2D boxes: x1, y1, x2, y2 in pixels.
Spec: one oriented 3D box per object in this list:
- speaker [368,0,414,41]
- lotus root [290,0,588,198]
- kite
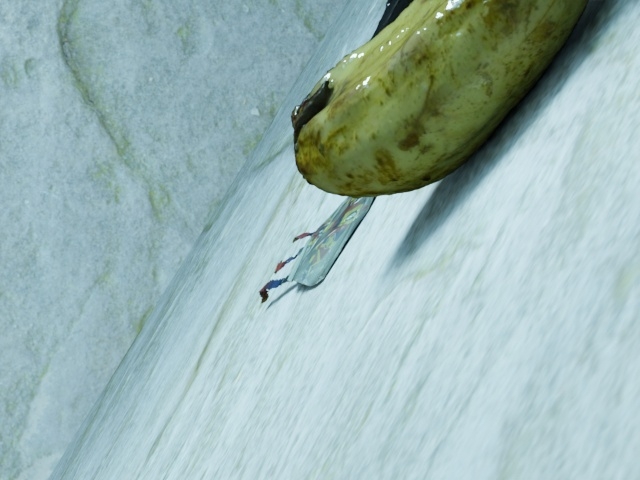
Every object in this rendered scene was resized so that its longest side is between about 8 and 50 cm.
[{"bbox_3d":[0.080,-0.150,1.220,0.044,0.082,0.218,-51,7,34],"label":"speaker"},{"bbox_3d":[0.074,-0.098,0.978,0.258,0.097,0.110,-39,21,45],"label":"lotus root"},{"bbox_3d":[-0.001,-0.001,1.385,0.141,0.015,0.245,-56,7,-22],"label":"kite"}]
